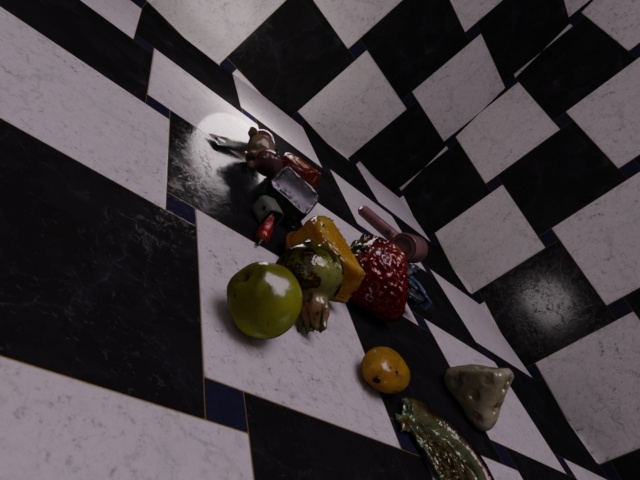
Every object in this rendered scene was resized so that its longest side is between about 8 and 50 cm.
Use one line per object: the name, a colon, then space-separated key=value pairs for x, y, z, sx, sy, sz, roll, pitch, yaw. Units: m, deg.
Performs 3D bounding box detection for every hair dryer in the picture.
hair dryer: x=0.299 y=-0.040 z=2.147 sx=0.352 sy=0.125 sz=0.210 roll=44 pitch=16 yaw=21

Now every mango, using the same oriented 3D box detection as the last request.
mango: x=0.216 y=0.404 z=1.573 sx=0.157 sy=0.109 sz=0.262 roll=47 pitch=16 yaw=19

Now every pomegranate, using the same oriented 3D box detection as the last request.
pomegranate: x=-0.023 y=0.129 z=1.497 sx=0.221 sy=0.204 sz=0.277 roll=10 pitch=32 yaw=-28

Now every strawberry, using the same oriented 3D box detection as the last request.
strawberry: x=0.232 y=0.139 z=1.922 sx=0.309 sy=0.292 sz=0.292 roll=29 pitch=19 yaw=-3

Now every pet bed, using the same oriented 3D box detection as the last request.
pet bed: x=-0.136 y=-0.168 z=2.020 sx=0.211 sy=0.159 sz=0.183 roll=41 pitch=45 yaw=-7

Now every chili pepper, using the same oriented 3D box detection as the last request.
chili pepper: x=-0.190 y=-0.034 z=1.719 sx=0.050 sy=0.059 sz=0.191 roll=23 pitch=40 yaw=-3

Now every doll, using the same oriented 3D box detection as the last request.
doll: x=-0.254 y=-0.371 z=2.185 sx=0.196 sy=0.152 sz=0.256 roll=90 pitch=-12 yaw=-48

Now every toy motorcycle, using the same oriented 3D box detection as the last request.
toy motorcycle: x=0.407 y=0.184 z=2.357 sx=0.232 sy=0.172 sz=0.416 roll=27 pitch=16 yaw=-28

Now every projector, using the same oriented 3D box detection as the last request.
projector: x=-0.195 y=-0.106 z=1.838 sx=0.083 sy=0.083 sz=0.082 roll=20 pitch=30 yaw=-51

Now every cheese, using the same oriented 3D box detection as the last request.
cheese: x=0.595 y=0.592 z=1.940 sx=0.173 sy=0.252 sz=0.247 roll=7 pitch=4 yaw=-43

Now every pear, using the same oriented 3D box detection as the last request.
pear: x=-0.137 y=0.150 z=1.251 sx=0.198 sy=0.198 sz=0.198 roll=39 pitch=19 yaw=-16

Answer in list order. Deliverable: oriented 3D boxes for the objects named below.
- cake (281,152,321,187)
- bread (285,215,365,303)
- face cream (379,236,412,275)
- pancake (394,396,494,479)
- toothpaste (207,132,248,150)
cake: x=-0.119 y=-0.310 z=2.357 sx=0.177 sy=0.151 sz=0.283 roll=36 pitch=16 yaw=13
bread: x=-0.002 y=0.053 z=1.726 sx=0.179 sy=0.194 sz=0.340 roll=26 pitch=29 yaw=-57
face cream: x=0.262 y=0.121 z=2.169 sx=0.218 sy=0.179 sz=0.218 roll=39 pitch=19 yaw=-16
pancake: x=0.393 y=0.649 z=1.493 sx=0.304 sy=0.067 sz=0.427 roll=11 pitch=39 yaw=-56
toothpaste: x=-0.377 y=-0.432 z=2.216 sx=0.314 sy=0.058 sz=0.056 roll=-6 pitch=96 yaw=-62
